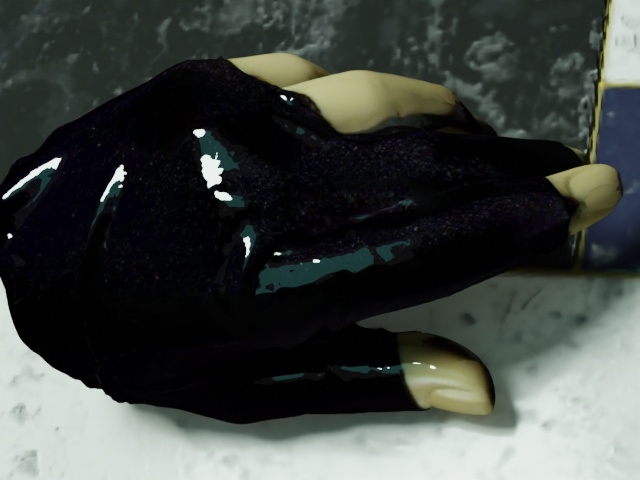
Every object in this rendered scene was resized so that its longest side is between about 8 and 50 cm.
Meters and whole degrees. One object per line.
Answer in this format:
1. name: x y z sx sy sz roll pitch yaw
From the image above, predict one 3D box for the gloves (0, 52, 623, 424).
1. gloves: -0.006 0.002 0.756 0.301 0.152 0.197 -13 92 0
